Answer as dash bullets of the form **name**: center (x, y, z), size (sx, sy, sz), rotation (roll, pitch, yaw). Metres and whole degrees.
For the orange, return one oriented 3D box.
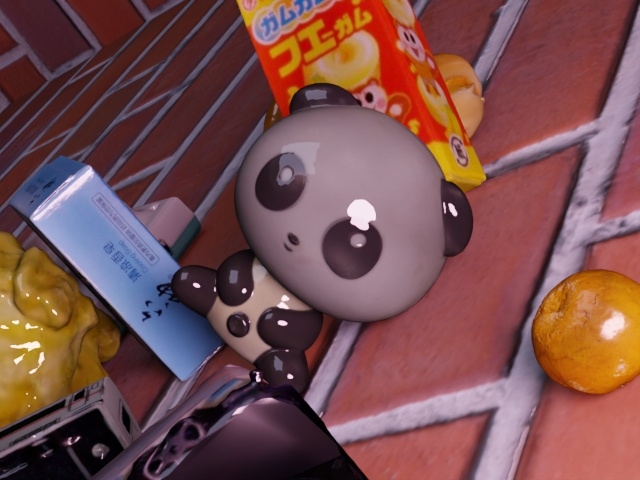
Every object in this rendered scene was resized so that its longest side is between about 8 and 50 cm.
- **orange**: center (0.177, 0.058, 0.798), size (0.083, 0.070, 0.083), rotation (-47, 18, 21)

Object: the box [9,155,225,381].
- **box**: center (-0.203, 0.026, 1.265), size (0.083, 0.232, 0.142), rotation (-45, 21, -10)

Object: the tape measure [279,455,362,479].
- **tape measure**: center (-0.019, 0.227, 0.619), size (0.202, 0.135, 0.222), rotation (-21, 45, -1)

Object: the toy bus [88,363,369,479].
- **toy bus**: center (-0.137, 0.252, 0.785), size (0.386, 0.171, 0.162), rotation (-40, 9, -7)

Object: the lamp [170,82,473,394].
- **lamp**: center (0.000, 0.000, 1.064), size (0.244, 0.198, 0.197), rotation (-50, 17, 14)

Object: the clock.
- **clock**: center (-0.308, 0.051, 1.559), size (0.231, 0.116, 0.262), rotation (-19, 28, 40)

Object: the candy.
- **candy**: center (0.035, -0.150, 1.203), size (0.146, 0.276, 0.088), rotation (-26, -14, 26)

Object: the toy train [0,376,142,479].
- **toy train**: center (-0.348, 0.243, 1.068), size (0.407, 0.086, 0.088), rotation (-26, 21, 0)

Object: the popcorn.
- **popcorn**: center (-0.330, 0.137, 1.257), size (0.235, 0.242, 0.250), rotation (4, 58, 50)

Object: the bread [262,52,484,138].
- **bread**: center (0.051, -0.142, 1.371), size (0.173, 0.121, 0.311), rotation (-46, 24, -22)
